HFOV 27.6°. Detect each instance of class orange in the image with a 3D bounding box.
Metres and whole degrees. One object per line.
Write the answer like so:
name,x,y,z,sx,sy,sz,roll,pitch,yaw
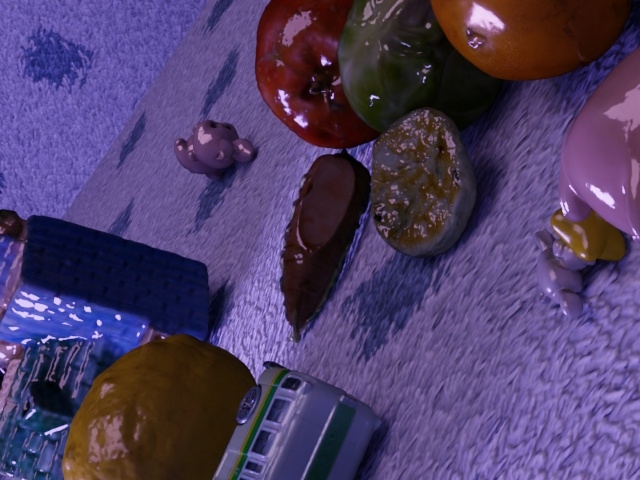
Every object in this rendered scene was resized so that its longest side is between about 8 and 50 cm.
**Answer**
orange,0.238,-0.299,1.478,0.240,0.240,0.240,-50,22,29

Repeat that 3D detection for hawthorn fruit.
hawthorn fruit,0.030,-0.265,1.891,0.275,0.275,0.299,-50,5,28

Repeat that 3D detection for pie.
pie,0.125,-0.071,1.610,0.187,0.041,0.186,3,93,52

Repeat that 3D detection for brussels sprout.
brussels sprout,0.133,-0.247,1.681,0.244,0.244,0.244,-50,22,29

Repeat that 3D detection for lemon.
lemon,-0.197,0.270,1.738,0.316,0.285,0.285,-40,9,-28

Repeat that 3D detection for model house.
model house,-0.437,0.193,2.260,0.400,0.395,0.445,7,78,67

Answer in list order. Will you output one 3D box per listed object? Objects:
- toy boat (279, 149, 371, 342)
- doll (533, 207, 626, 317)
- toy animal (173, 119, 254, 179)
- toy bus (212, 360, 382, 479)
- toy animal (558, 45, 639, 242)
toy boat,-0.002,-0.002,1.878,0.099,0.109,0.292,74,-150,-68
doll,0.243,0.020,1.280,0.113,0.072,0.135,130,155,-49
toy animal,-0.202,-0.195,2.618,0.212,0.124,0.124,-12,51,57
toy bus,-0.048,0.289,1.513,0.165,0.134,0.276,-9,54,66
toy animal,0.315,-0.076,1.042,0.212,0.195,0.256,-66,21,8
